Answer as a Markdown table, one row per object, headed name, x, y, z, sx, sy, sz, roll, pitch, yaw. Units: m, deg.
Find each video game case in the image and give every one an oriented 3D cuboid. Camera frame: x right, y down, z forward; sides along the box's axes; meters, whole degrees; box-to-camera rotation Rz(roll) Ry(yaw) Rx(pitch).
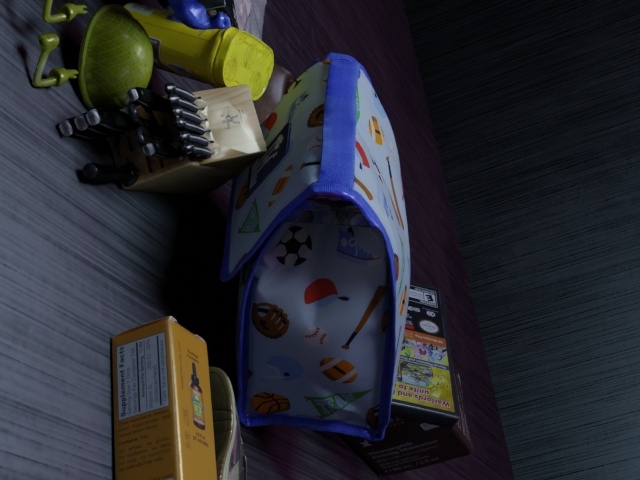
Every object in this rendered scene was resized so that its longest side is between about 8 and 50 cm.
| name | x | y | z | sx | sy | sz | roll | pitch | yaw |
| --- | --- | --- | --- | --- | --- | --- | --- | --- | --- |
| video game case | 0.067 | 0.146 | 1.509 | 0.275 | 0.035 | 0.248 | 14 | 44 | -16 |

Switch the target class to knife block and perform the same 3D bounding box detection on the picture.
| name | x | y | z | sx | sy | sz | roll | pitch | yaw |
| --- | --- | --- | --- | --- | --- | --- | --- | --- | --- |
| knife block | -0.202 | -0.108 | 1.195 | 0.276 | 0.242 | 0.088 | -25 | -101 | 62 |

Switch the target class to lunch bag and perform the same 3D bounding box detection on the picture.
| name | x | y | z | sx | sy | sz | roll | pitch | yaw |
| --- | --- | --- | --- | --- | --- | --- | --- | --- | --- |
| lunch bag | 0.000 | 0.000 | 1.271 | 0.328 | 0.239 | 0.385 | -86 | -179 | -51 |

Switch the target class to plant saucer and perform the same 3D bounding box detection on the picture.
| name | x | y | z | sx | sy | sz | roll | pitch | yaw |
| --- | --- | --- | --- | --- | --- | --- | --- | --- | --- |
| plant saucer | -0.049 | -0.143 | 1.619 | 0.310 | 0.050 | 0.310 | -9 | 90 | -78 |

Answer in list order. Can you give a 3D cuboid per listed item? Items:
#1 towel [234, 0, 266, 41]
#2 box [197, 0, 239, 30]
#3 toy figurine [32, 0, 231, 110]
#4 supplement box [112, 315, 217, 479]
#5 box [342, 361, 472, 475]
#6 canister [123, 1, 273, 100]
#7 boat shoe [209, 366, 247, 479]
| name | x | y | z | sx | sy | sz | roll | pitch | yaw |
| --- | --- | --- | --- | --- | --- | --- | --- | --- | --- |
| towel | -0.137 | -0.437 | 1.598 | 0.332 | 0.053 | 0.317 | -89 | 171 | -49 |
| box | -0.145 | -0.366 | 1.283 | 0.190 | 0.045 | 0.184 | -60 | 138 | -89 |
| toy figurine | -0.149 | -0.307 | 1.080 | 0.191 | 0.217 | 0.362 | 4 | 96 | -72 |
| supplement box | -0.155 | 0.199 | 1.001 | 0.078 | 0.080 | 0.233 | 48 | 31 | -54 |
| box | 0.131 | 0.257 | 1.653 | 0.203 | 0.168 | 0.167 | 52 | 25 | -46 |
| canister | -0.161 | -0.240 | 1.268 | 0.126 | 0.170 | 0.073 | 14 | 95 | -68 |
| boat shoe | -0.117 | 0.249 | 1.072 | 0.073 | 0.080 | 0.223 | 53 | 30 | -59 |
